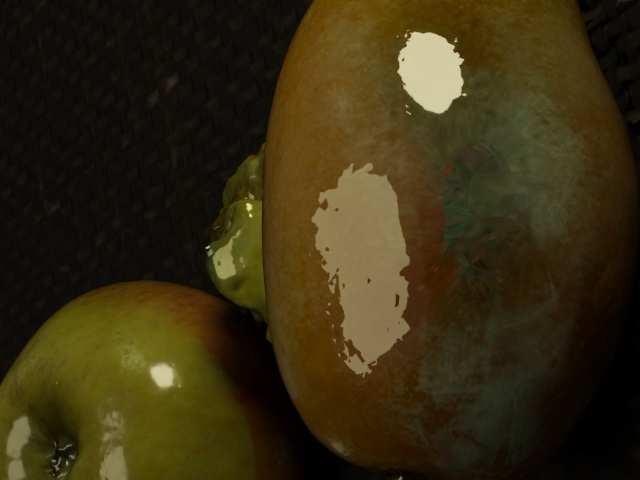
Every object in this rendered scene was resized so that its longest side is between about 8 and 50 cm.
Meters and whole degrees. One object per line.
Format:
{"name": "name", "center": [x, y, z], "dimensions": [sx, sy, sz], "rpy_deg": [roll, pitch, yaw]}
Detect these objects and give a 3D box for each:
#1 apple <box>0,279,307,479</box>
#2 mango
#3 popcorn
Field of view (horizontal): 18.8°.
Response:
{"name": "apple", "center": [-0.128, 0.148, 1.380], "dimensions": [0.260, 0.194, 0.261], "rpy_deg": [-11, 74, 45]}
{"name": "mango", "center": [0.077, -0.038, 1.128], "dimensions": [0.199, 0.221, 0.384], "rpy_deg": [93, -176, -67]}
{"name": "popcorn", "center": [0.009, 0.003, 1.281], "dimensions": [0.173, 0.142, 0.173], "rpy_deg": [-20, 53, 28]}
